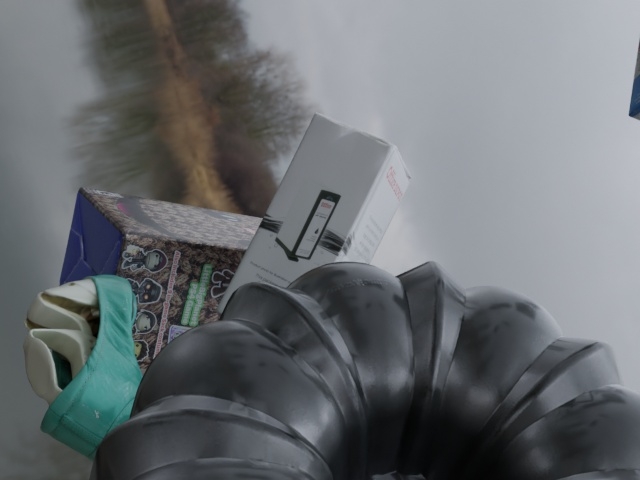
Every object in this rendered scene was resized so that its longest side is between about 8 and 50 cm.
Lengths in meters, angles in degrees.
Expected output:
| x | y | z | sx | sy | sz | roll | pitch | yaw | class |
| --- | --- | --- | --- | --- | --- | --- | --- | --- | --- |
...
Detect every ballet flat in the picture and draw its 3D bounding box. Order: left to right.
| x | y | z | sx | sy | sz | roll | pitch | yaw | class |
| --- | --- | --- | --- | --- | --- | --- | --- | --- | --- |
| -0.190 | 0.078 | 0.698 | 0.087 | 0.083 | 0.247 | 34 | 10 | -28 | ballet flat |

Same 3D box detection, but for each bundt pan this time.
| x | y | z | sx | sy | sz | roll | pitch | yaw | class |
| --- | --- | --- | --- | --- | --- | --- | --- | --- | --- |
| 0.042 | 0.132 | 0.416 | 0.331 | 0.330 | 0.124 | -110 | -158 | -43 | bundt pan |

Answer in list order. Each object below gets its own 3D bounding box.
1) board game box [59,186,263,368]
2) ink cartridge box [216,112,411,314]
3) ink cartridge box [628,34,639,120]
| x | y | z | sx | sy | sz | roll | pitch | yaw | class |
| --- | --- | --- | --- | --- | --- | --- | --- | --- | --- |
| -0.130 | 0.050 | 1.023 | 0.232 | 0.291 | 0.141 | 29 | -73 | 59 | board game box |
| 0.000 | 0.000 | 0.838 | 0.203 | 0.085 | 0.148 | -64 | 166 | -4 | ink cartridge box |
| 0.250 | -0.141 | 0.566 | 0.088 | 0.052 | 0.123 | 132 | -24 | -68 | ink cartridge box |
